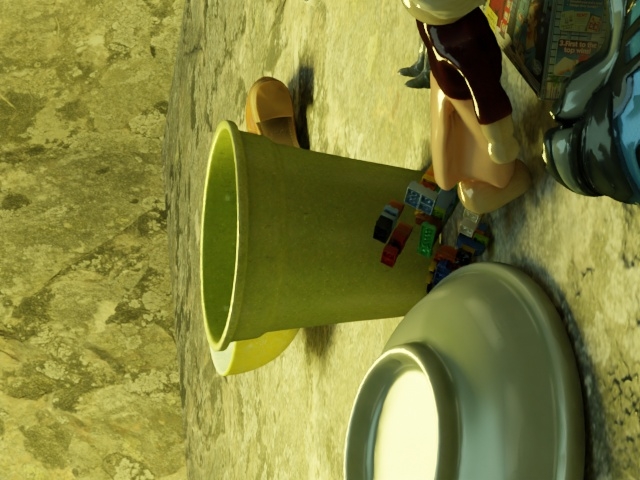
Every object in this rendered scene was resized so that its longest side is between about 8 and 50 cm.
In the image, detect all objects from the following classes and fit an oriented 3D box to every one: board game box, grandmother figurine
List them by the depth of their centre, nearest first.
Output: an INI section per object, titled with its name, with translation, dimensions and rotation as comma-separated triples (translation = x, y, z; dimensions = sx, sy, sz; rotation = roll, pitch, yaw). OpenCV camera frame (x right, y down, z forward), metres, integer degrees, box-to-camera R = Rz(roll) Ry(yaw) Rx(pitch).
[grandmother figurine]
translation = 0.126, -0.155, 1.246
dimensions = 0.208, 0.104, 0.342
rotation = 59, 176, 34
[board game box]
translation = 0.212, -0.251, 1.250
dimensions = 0.194, 0.060, 0.194
rotation = -110, 26, -57

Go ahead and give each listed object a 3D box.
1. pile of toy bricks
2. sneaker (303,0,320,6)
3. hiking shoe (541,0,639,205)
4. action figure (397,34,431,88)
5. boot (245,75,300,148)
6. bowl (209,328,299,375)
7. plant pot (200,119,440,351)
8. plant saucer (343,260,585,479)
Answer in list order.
[pile of toy bricks]
translation = 0.135, -0.038, 1.498
dimensions = 0.105, 0.118, 0.212
rotation = -59, -10, -26
[sneaker]
translation = -0.026, -0.519, 2.109
dimensions = 0.366, 0.137, 0.210
rotation = -108, 26, -46
[hiking shoe]
translation = 0.265, -0.164, 0.993
dimensions = 0.132, 0.113, 0.304
rotation = 25, 109, 43
[action figure]
translation = 0.135, -0.289, 1.588
dimensions = 0.137, 0.063, 0.232
rotation = -111, 30, -66
[boot]
translation = -0.087, -0.139, 2.405
dimensions = 0.220, 0.109, 0.283
rotation = -154, 55, -83
[bowl]
translation = -0.083, 0.070, 2.228
dimensions = 0.289, 0.156, 0.289
rotation = 180, 90, -76
[plant pot]
translation = 0.000, 0.000, 1.688
dimensions = 0.276, 0.254, 0.276
rotation = -177, 90, -77
[plant saucer]
translation = 0.110, 0.213, 1.379
dimensions = 0.400, 0.100, 0.400
rotation = -171, 90, -67
